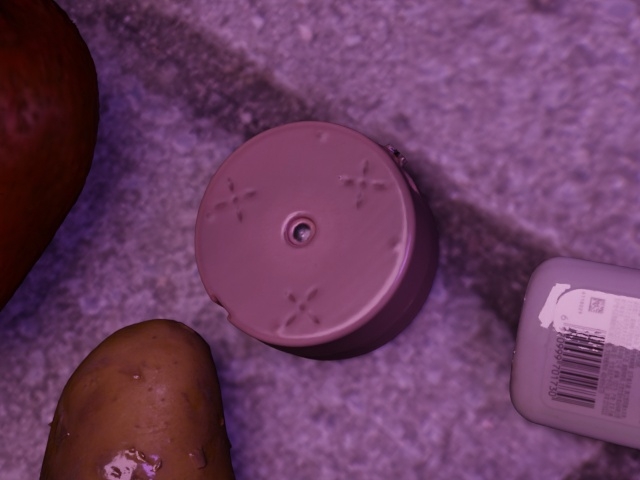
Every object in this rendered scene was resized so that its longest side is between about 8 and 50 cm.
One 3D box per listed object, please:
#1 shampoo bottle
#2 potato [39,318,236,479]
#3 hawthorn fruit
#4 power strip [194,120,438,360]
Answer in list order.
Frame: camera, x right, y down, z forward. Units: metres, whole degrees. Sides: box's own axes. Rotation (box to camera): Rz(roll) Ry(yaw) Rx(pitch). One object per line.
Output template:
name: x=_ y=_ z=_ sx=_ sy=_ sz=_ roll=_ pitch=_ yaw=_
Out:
shampoo bottle: x=0.227 y=0.079 z=0.707 sx=0.221 sy=0.051 sz=0.108 roll=11 pitch=96 yaw=20
potato: x=-0.118 y=0.140 z=0.770 sx=0.137 sy=0.137 sz=0.176 roll=-18 pitch=72 yaw=13
hawthorn fruit: x=-0.298 y=-0.059 z=0.784 sx=0.295 sy=0.295 sz=0.311 roll=27 pitch=84 yaw=20
power strip: x=0.000 y=0.000 z=0.785 sx=0.154 sy=0.078 sz=0.154 roll=-5 pitch=74 yaw=17
